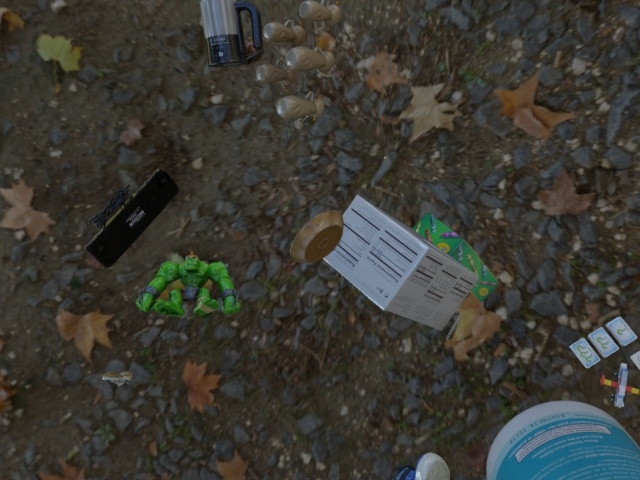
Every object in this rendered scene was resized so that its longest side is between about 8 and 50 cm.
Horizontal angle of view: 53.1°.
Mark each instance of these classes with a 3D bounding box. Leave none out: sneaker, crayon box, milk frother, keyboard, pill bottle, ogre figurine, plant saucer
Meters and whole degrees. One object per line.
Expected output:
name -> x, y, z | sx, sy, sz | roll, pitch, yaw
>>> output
sneaker -> -0.530, 0.364, 1.667 | 0.032, 0.083, 0.037 | 36, 109, 41
crayon box -> 0.390, 0.051, 1.851 | 0.081, 0.165, 0.278 | -46, 135, 2
milk frother -> -0.186, -0.441, 1.363 | 0.129, 0.143, 0.135 | -8, 101, -8
keyboard -> -0.331, -0.051, 1.093 | 0.038, 0.100, 0.192 | 27, 69, 30
pill bottle -> 0.234, 0.253, 0.514 | 0.146, 0.264, 0.146 | 0, 105, 0
ogre figurine -> -0.263, 0.093, 1.292 | 0.196, 0.118, 0.097 | -11, 141, 13
plant saucer -> 0.000, 0.000, 0.791 | 0.083, 0.083, 0.015 | -49, 61, 9
sneaker -> 0.117, 0.307, 0.804 | 0.058, 0.084, 0.152 | -40, 133, -28

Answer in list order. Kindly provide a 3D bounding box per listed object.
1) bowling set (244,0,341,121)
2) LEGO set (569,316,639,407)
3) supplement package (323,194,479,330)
bowling set -> -0.071, -0.439, 1.494 | 0.199, 0.154, 0.287 | 31, 116, 28
LEGO set -> 0.846, 0.348, 1.778 | 0.182, 0.060, 0.244 | -27, 66, -10
supplement package -> 0.162, 0.051, 1.304 | 0.204, 0.261, 0.145 | 40, 98, 37
